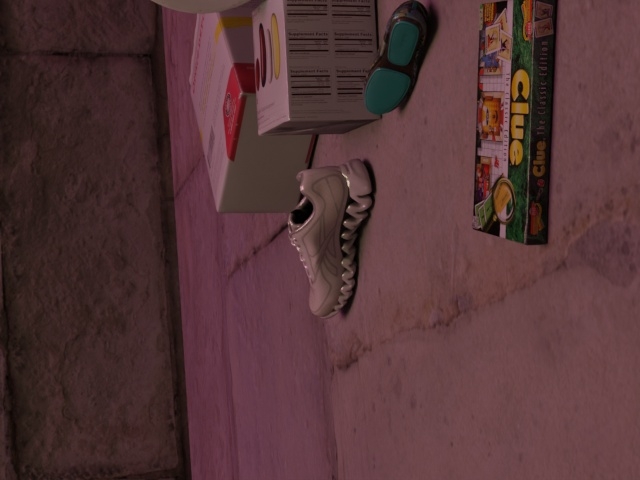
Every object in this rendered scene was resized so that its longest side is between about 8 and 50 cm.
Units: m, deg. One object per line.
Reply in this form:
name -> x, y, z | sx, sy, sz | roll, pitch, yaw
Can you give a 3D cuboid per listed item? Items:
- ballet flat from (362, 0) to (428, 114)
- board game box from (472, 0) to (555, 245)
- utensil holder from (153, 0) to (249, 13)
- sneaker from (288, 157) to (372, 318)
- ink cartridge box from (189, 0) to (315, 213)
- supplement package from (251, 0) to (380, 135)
ballet flat -> 0.106, -0.250, 1.489 | 0.188, 0.070, 0.070 | 116, 148, -53
board game box -> 0.209, -0.132, 1.199 | 0.136, 0.030, 0.260 | -159, 69, -69
utensil holder -> -0.179, -0.568, 1.751 | 0.385, 0.327, 0.328 | -88, 5, -61
sneaker -> 0.000, 0.000, 1.745 | 0.110, 0.118, 0.292 | -117, 29, -51
ink cartridge box -> -0.132, -0.279, 2.068 | 0.385, 0.160, 0.279 | -108, 24, -43
supplement package -> -0.011, -0.274, 1.695 | 0.194, 0.149, 0.203 | 173, 94, -73
